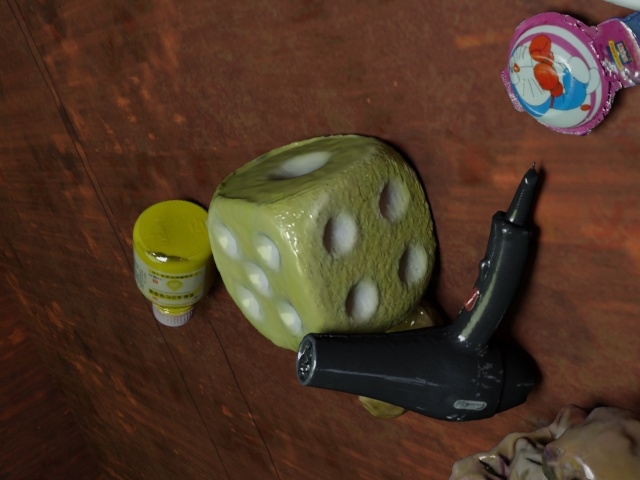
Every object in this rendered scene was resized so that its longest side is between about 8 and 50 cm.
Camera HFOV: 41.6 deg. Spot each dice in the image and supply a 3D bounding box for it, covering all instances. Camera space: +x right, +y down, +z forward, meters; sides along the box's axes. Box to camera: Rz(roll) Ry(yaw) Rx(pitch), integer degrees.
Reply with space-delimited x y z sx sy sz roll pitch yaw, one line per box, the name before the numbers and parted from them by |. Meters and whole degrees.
dice | 0.000 0.000 0.851 0.169 0.166 0.169 13 127 52

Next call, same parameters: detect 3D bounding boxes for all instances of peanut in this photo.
peanut | 0.087 0.128 0.930 0.089 0.089 0.192 46 143 20

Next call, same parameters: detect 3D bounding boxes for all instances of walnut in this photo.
walnut | 0.244 0.234 0.739 0.204 0.141 0.238 47 148 -2

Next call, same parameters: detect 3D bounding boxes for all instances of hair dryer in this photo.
hair dryer | 0.116 0.042 0.747 0.091 0.236 0.271 -117 41 -57

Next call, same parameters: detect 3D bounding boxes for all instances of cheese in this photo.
cheese | 0.183 -0.121 0.596 0.145 0.038 0.095 -11 108 60

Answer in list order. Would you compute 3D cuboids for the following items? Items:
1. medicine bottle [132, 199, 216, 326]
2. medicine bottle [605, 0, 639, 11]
medicine bottle | -0.217 0.047 1.261 0.122 0.122 0.212 45 148 22
medicine bottle | 0.188 -0.250 0.338 0.170 0.170 0.293 48 150 17
